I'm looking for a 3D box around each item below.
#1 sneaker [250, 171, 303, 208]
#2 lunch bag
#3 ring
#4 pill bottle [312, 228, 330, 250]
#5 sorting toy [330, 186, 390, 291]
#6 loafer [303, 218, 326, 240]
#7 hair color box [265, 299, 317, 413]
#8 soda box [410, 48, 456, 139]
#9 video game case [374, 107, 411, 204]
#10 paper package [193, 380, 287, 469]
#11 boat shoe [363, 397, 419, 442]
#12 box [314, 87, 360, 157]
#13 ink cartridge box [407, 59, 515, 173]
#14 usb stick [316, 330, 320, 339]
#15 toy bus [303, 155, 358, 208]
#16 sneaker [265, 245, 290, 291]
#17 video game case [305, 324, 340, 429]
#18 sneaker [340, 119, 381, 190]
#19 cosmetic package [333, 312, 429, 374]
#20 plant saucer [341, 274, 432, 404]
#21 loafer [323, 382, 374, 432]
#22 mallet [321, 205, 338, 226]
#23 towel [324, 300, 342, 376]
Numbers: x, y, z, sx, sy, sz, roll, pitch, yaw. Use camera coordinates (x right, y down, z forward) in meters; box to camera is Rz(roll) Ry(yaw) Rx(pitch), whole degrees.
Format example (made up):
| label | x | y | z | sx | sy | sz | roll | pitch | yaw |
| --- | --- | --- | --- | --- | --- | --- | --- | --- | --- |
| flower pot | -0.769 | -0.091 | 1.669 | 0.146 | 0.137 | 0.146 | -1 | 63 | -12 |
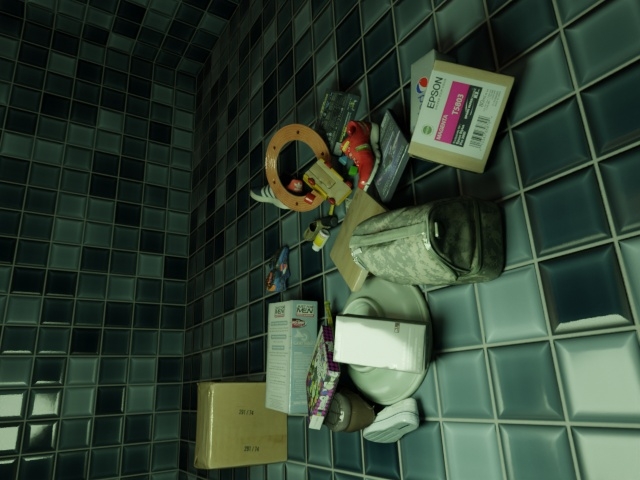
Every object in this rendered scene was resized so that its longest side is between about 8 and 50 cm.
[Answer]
| label | x | y | z | sx | sy | sz | roll | pitch | yaw |
| --- | --- | --- | --- | --- | --- | --- | --- | --- | --- |
| sneaker | -0.185 | -0.229 | 2.002 | 0.350 | 0.131 | 0.148 | 19 | 100 | 48 |
| lunch bag | 0.250 | 0.004 | 1.129 | 0.305 | 0.255 | 0.213 | -12 | 72 | 56 |
| ring | -0.084 | -0.281 | 1.776 | 0.336 | 0.032 | 0.337 | 13 | 112 | 35 |
| pill bottle | 0.000 | 0.000 | 1.722 | 0.083 | 0.043 | 0.043 | -59 | 38 | 30 |
| sorting toy | 0.145 | -0.003 | 1.415 | 0.255 | 0.089 | 0.257 | -122 | 51 | -62 |
| loafer | -0.028 | -0.045 | 1.771 | 0.148 | 0.050 | 0.056 | -41 | 49 | 45 |
| hair color box | -0.104 | 0.408 | 1.633 | 0.185 | 0.113 | 0.375 | -18 | 68 | 55 |
| soda box | 0.316 | -0.371 | 1.274 | 0.098 | 0.091 | 0.287 | -16 | 69 | 58 |
| video game case | 0.205 | -0.261 | 1.389 | 0.274 | 0.026 | 0.196 | -100 | 25 | -54 |
| paper package | -0.305 | 0.702 | 1.762 | 0.168 | 0.324 | 0.310 | -25 | 61 | 52 |
| boat shoe | 0.201 | 0.500 | 1.268 | 0.226 | 0.083 | 0.076 | -43 | 21 | 45 |
| box | 0.051 | -0.450 | 1.741 | 0.183 | 0.059 | 0.233 | 39 | 115 | 54 |
| ink cartridge box | 0.340 | -0.300 | 1.126 | 0.088 | 0.193 | 0.235 | -27 | -47 | -75 |
| usb stick | -0.041 | 0.415 | 1.684 | 0.278 | 0.045 | 0.077 | -49 | 51 | 40 |
| toy bus | 0.033 | -0.193 | 1.632 | 0.104 | 0.190 | 0.202 | 125 | 145 | -81 |
| sneaker | -0.168 | 0.123 | 1.926 | 0.083 | 0.087 | 0.221 | -20 | 48 | 44 |
| video game case | 0.002 | 0.408 | 1.390 | 0.232 | 0.041 | 0.210 | -101 | 26 | -66 |
| sneaker | 0.118 | -0.270 | 1.443 | 0.107 | 0.118 | 0.279 | 116 | 160 | -52 |
| cosmetic package | 0.159 | 0.265 | 1.196 | 0.237 | 0.107 | 0.127 | 1 | 86 | 19 |
| plant saucer | 0.154 | 0.279 | 1.360 | 0.400 | 0.100 | 0.401 | -21 | 65 | 55 |
| loafer | 0.065 | 0.515 | 1.399 | 0.366 | 0.130 | 0.134 | 160 | 124 | -77 |
| mallet | 0.054 | -0.141 | 1.687 | 0.062 | 0.039 | 0.190 | 17 | 91 | 49 |
| towel | 0.046 | 0.322 | 1.517 | 0.102 | 0.021 | 0.237 | 78 | 180 | -45 |
